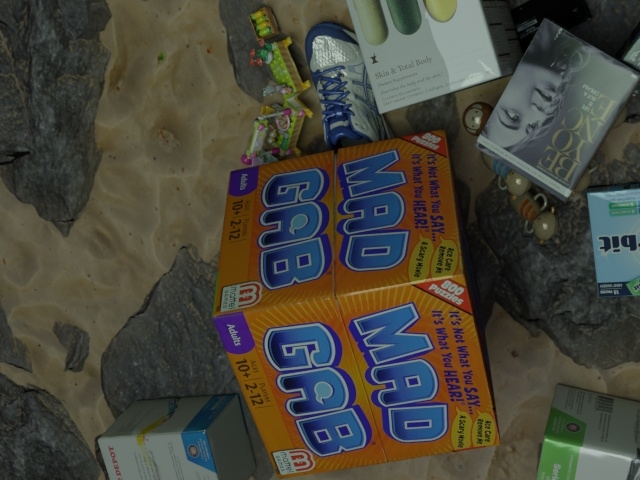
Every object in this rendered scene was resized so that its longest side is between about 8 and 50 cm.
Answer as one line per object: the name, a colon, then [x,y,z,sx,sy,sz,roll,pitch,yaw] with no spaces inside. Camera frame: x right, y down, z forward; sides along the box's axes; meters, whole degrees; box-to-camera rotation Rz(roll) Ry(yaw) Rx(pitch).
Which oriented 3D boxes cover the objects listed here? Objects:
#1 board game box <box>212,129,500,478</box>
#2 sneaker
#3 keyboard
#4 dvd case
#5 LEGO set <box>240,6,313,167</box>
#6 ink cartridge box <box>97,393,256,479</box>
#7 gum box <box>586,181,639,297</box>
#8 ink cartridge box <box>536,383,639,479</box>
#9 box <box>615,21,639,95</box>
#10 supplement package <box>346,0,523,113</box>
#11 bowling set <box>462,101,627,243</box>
board game box: [0.063,0.099,1.779,0.356,0.356,0.356,-10,128,9]
sneaker: [0.049,-0.218,1.884,0.112,0.131,0.296,-20,101,25]
keyboard: [0.338,-0.327,1.811,0.192,0.038,0.100,-24,77,25]
dvd case: [0.346,-0.190,1.674,0.164,0.018,0.221,34,117,15]
LEGO set: [-0.095,-0.240,1.913,0.132,0.107,0.287,21,120,43]
ink cartridge box: [-0.274,0.410,2.194,0.232,0.168,0.171,-7,106,20]
gum box: [0.523,-0.002,1.855,0.157,0.041,0.184,-4,109,19]
ink cartridge box: [0.511,0.357,1.902,0.272,0.198,0.115,11,112,15]
box: [0.510,-0.330,1.667,0.051,0.175,0.220,35,115,3]
supplement package: [0.169,-0.352,1.737,0.199,0.198,0.263,-15,95,24]
bowling set: [0.322,-0.136,1.770,0.199,0.154,0.287,5,119,-25]
